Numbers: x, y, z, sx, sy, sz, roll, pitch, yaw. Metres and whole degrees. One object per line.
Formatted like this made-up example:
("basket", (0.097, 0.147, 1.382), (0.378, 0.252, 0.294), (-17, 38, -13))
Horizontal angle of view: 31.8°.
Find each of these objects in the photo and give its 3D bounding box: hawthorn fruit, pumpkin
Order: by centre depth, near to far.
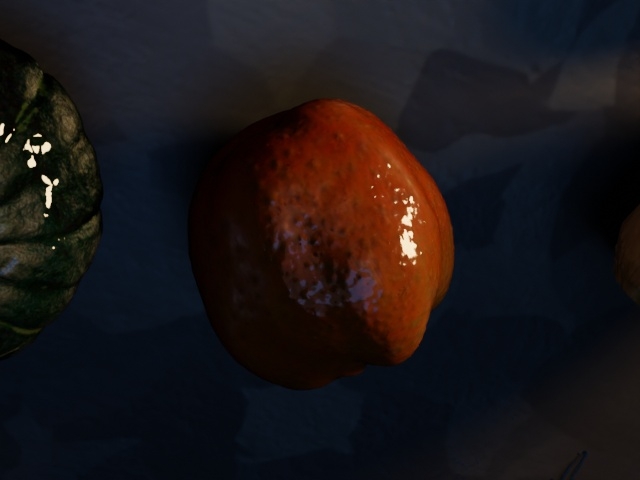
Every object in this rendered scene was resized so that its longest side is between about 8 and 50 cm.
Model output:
("pumpkin", (-0.238, -0.022, 0.661), (0.220, 0.162, 0.220), (-5, 109, -14))
("hawthorn fruit", (0.000, 0.000, 0.725), (0.189, 0.189, 0.189), (-6, 120, -10))

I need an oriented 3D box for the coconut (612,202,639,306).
("coconut", (0.350, 0.004, 0.776), (0.244, 0.239, 0.239), (-45, 119, 13))
